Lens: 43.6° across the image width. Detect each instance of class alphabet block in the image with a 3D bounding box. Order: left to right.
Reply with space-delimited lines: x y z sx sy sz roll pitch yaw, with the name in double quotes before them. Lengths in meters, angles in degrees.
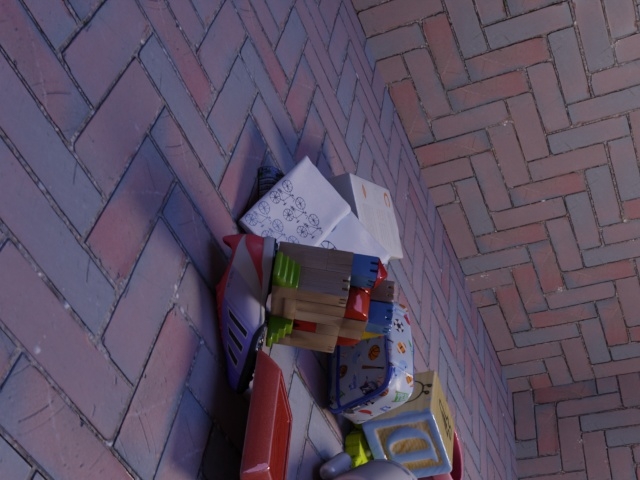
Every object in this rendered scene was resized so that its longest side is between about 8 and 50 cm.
"alphabet block" 0.233 0.481 2.078 0.197 0.192 0.193 -67 141 -66

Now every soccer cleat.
"soccer cleat" -0.161 0.141 1.587 0.108 0.116 0.318 108 -9 -76

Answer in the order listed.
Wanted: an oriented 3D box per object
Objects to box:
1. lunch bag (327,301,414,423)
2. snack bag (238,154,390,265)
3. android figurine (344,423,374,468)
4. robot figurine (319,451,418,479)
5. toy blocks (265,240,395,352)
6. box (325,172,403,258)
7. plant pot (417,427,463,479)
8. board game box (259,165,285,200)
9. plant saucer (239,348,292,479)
"lunch bag" 0.114 0.299 1.993 0.115 0.243 0.303 32 44 -31
"snack bag" 0.000 0.000 1.880 0.342 0.037 0.323 50 43 -8
"android figurine" 0.130 0.568 2.100 0.273 0.056 0.248 -9 86 -71
"robot figurine" 0.116 0.610 1.814 0.300 0.200 0.353 52 16 20
"toy blocks" 0.033 0.129 1.621 0.381 0.261 0.190 99 -1 -61
"box" 0.085 -0.044 2.219 0.345 0.168 0.215 11 66 -67
"plant pot" 0.298 0.619 2.319 0.201 0.180 0.201 -14 90 -69
"board game box" -0.081 -0.058 1.951 0.194 0.060 0.194 44 36 -55
"plant saucer" -0.095 0.380 1.519 0.259 0.048 0.258 82 11 -50
